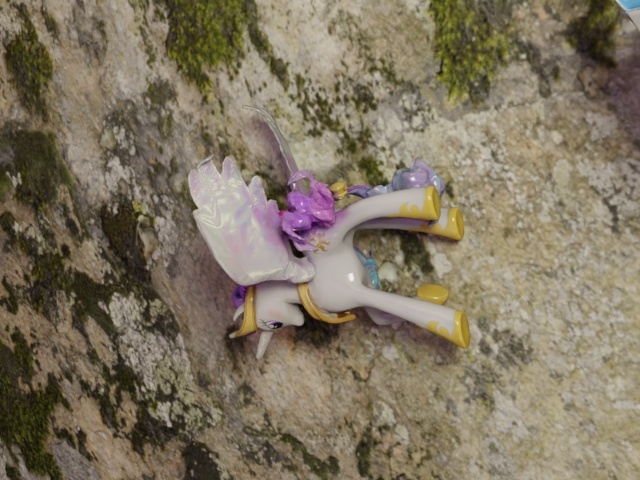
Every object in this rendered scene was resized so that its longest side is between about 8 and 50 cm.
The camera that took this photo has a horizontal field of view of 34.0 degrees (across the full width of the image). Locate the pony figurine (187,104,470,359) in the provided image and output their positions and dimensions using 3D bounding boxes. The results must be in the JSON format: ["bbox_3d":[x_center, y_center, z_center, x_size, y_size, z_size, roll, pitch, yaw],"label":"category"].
[{"bbox_3d":[0.000,0.000,1.396,0.363,0.303,0.351,-5,113,24],"label":"pony figurine"}]

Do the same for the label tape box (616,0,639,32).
[{"bbox_3d":[0.421,-0.176,0.979,0.106,0.240,0.334,-37,83,41],"label":"label tape box"}]
